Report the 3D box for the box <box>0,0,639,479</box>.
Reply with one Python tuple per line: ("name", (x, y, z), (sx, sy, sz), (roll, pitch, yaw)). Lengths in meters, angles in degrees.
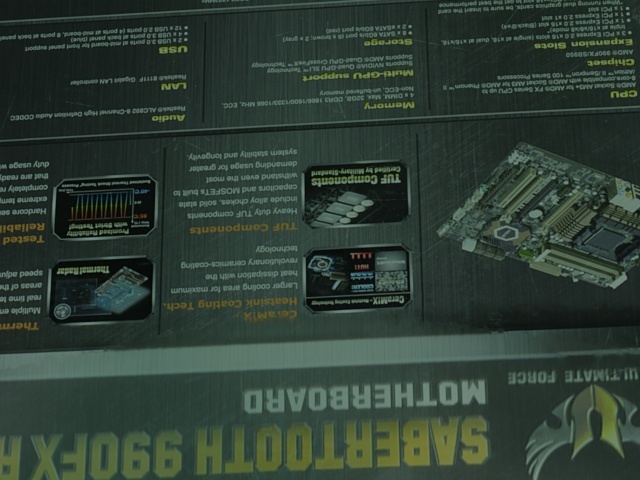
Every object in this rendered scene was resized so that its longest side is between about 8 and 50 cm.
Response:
("box", (0.000, 0.000, 0.506), (0.231, 0.056, 0.183), (-4, 64, 5))
